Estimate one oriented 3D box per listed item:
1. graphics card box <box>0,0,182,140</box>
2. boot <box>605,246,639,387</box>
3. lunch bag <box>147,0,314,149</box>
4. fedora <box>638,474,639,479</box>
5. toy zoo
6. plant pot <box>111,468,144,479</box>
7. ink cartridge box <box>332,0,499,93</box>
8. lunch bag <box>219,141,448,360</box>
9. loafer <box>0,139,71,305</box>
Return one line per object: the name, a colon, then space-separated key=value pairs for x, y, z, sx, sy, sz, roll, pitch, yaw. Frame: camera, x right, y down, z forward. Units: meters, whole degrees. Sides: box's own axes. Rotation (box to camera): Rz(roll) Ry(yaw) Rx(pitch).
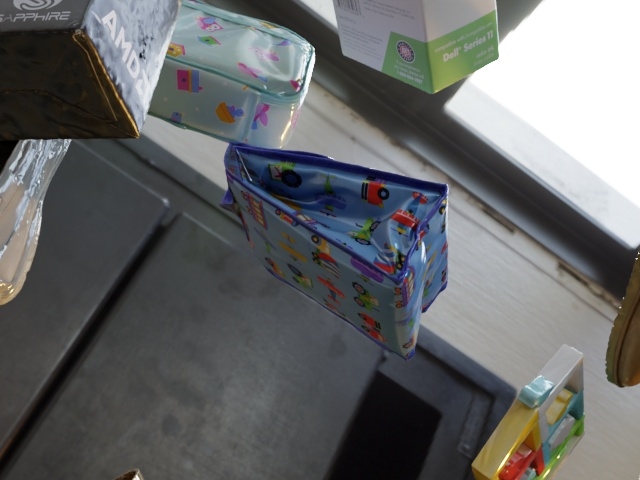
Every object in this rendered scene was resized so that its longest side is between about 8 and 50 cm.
graphics card box: x=-0.198 y=-0.233 z=0.536 sx=0.094 sy=0.232 sz=0.371 roll=76 pitch=18 yaw=-54
boot: x=0.497 y=0.127 z=0.943 sx=0.089 sy=0.269 sz=0.236 roll=-19 pitch=124 yaw=-42
lunch bag: x=-0.152 y=-0.246 z=1.081 sx=0.224 sy=0.279 sz=0.108 roll=-77 pitch=-172 yaw=-51
fedora: x=0.610 y=0.428 z=1.185 sx=0.124 sy=0.244 sz=0.275 roll=-51 pitch=167 yaw=25
toy zoo: x=0.270 y=0.253 z=0.994 sx=0.192 sy=0.030 sz=0.293 roll=-47 pitch=144 yaw=-16
plant pot: x=-0.227 y=0.426 z=0.856 sx=0.237 sy=0.254 sz=0.237 roll=-36 pitch=180 yaw=0
ink cartridge box: x=0.093 y=-0.379 z=0.930 sx=0.119 sy=0.353 sz=0.207 roll=-29 pitch=-141 yaw=-19
lunch bag: x=0.000 y=0.000 z=0.973 sx=0.138 sy=0.293 sz=0.221 roll=-60 pitch=158 yaw=-24
loafer: x=-0.302 y=-0.094 z=0.726 sx=0.111 sy=0.112 sz=0.319 roll=73 pitch=12 yaw=-58
